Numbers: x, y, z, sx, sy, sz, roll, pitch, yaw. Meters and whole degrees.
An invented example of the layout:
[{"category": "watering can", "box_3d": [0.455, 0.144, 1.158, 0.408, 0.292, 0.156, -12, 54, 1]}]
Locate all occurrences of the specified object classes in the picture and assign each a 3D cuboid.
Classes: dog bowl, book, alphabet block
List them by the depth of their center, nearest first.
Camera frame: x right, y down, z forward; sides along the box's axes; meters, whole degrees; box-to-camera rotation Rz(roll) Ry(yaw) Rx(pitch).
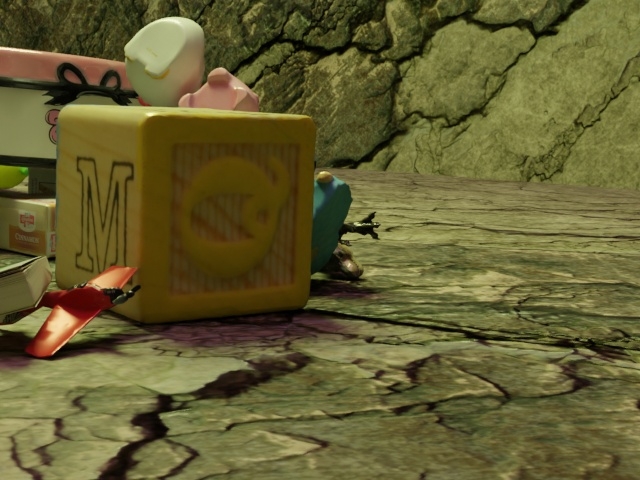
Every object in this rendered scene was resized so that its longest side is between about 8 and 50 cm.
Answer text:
[{"category": "book", "box_3d": [-0.295, 0.050, 0.905, 0.144, 0.035, 0.096, -17, 8, -2]}, {"category": "alphabet block", "box_3d": [-0.137, -0.034, 1.107, 0.192, 0.193, 0.197, -5, 10, -34]}, {"category": "dog bowl", "box_3d": [-0.429, -0.190, 1.560, 0.408, 0.150, 0.408, 6, 6, -1]}]

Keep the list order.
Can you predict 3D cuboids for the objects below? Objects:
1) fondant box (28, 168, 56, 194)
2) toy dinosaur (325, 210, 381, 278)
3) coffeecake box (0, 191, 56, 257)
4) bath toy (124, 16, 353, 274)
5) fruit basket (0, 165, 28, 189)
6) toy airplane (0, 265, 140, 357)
[{"category": "fondant box", "box_3d": [-0.239, -0.067, 1.704, 0.330, 0.096, 0.238, 3, 8, 18]}, {"category": "toy dinosaur", "box_3d": [0.000, 0.000, 1.410, 0.118, 0.064, 0.268, -10, 9, -29]}, {"category": "coffeecake box", "box_3d": [-0.317, -0.025, 1.453, 0.142, 0.068, 0.186, 9, 10, 42]}, {"category": "bath toy", "box_3d": [-0.109, -0.112, 1.305, 0.348, 0.151, 0.129, 49, -3, 24]}, {"category": "fruit basket", "box_3d": [-0.715, -0.207, 2.110, 0.392, 0.282, 0.392, -15, 2, 1]}, {"category": "toy airplane", "box_3d": [-0.218, 0.051, 0.934, 0.151, 0.028, 0.151, -16, 21, 6]}]
